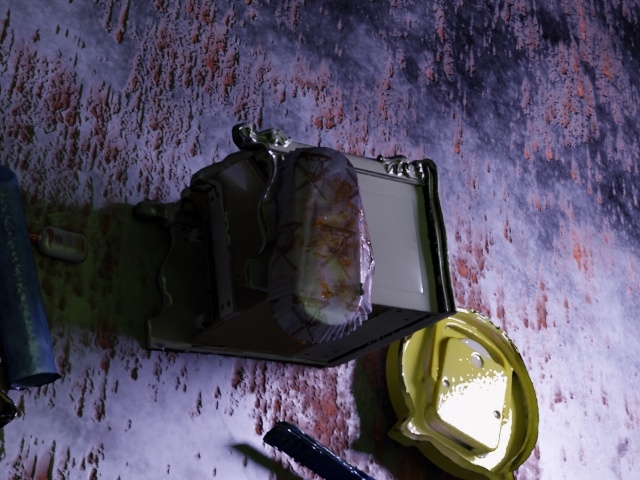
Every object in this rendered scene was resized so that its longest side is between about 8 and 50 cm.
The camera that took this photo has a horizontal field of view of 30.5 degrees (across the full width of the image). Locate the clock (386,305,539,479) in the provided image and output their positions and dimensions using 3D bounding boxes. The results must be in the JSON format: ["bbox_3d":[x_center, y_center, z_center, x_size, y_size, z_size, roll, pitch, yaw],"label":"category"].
[{"bbox_3d":[0.213,0.240,1.810,0.277,0.071,0.293,37,47,-13],"label":"clock"}]

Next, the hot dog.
[{"bbox_3d":[0.000,0.000,1.379,0.131,0.069,0.253,10,64,-21],"label":"hot dog"}]

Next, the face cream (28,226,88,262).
[{"bbox_3d":[-0.339,0.003,1.505,0.083,0.021,0.040,16,57,-34],"label":"face cream"}]

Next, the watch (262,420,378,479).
[{"bbox_3d":[0.010,0.416,1.532,0.274,0.068,0.276,37,48,-23],"label":"watch"}]

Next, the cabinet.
[{"bbox_3d":[-0.040,0.016,1.566,0.318,0.290,0.227,9,65,-34],"label":"cabinet"}]

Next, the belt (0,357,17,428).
[{"bbox_3d":[-0.490,0.097,1.271,0.359,0.094,0.126,44,47,-11],"label":"belt"}]

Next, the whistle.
[{"bbox_3d":[-0.376,0.028,1.430,0.062,0.062,0.304,-1,67,-41],"label":"whistle"}]
